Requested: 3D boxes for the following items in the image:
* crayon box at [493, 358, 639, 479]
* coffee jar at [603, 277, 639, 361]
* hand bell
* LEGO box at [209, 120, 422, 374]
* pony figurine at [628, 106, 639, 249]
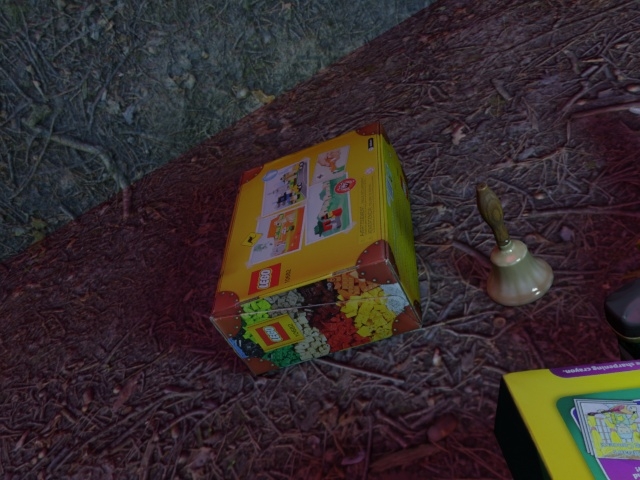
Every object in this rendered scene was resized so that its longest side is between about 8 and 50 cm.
[{"bbox_3d":[0.396,0.253,0.694,0.363,0.106,0.313,-4,31,-3],"label":"crayon box"},{"bbox_3d":[0.470,0.137,1.009,0.096,0.184,0.079,-30,34,1],"label":"coffee jar"},{"bbox_3d":[0.320,-0.008,1.255,0.126,0.242,0.126,-21,35,16],"label":"hand bell"},{"bbox_3d":[0.000,0.000,1.530,0.373,0.193,0.500,-18,36,18],"label":"LEGO box"},{"bbox_3d":[0.695,-0.153,1.171,0.351,0.303,0.363,-12,53,39],"label":"pony figurine"}]
